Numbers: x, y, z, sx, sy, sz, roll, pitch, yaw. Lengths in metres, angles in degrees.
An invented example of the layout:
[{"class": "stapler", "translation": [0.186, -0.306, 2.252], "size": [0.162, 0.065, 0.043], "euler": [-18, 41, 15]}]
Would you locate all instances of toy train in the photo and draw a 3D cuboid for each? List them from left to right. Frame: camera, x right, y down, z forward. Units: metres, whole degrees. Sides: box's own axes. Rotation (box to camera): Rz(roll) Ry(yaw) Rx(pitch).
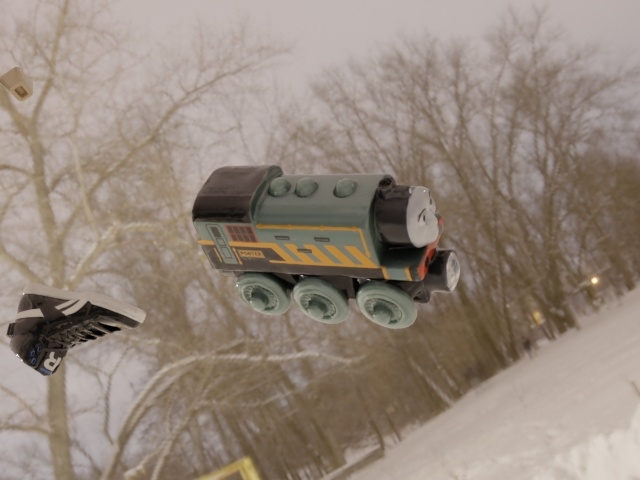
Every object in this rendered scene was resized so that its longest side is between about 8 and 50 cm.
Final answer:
[{"class": "toy train", "translation": [0.000, 0.000, 1.027], "size": [0.333, 0.190, 0.142], "euler": [3, 46, 29]}]

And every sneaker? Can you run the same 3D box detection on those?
[{"class": "sneaker", "translation": [-0.341, 0.135, 1.165], "size": [0.216, 0.121, 0.079], "euler": [6, -19, 31]}]

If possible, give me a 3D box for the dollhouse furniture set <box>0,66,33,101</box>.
[{"class": "dollhouse furniture set", "translation": [-0.314, -0.155, 0.697], "size": [0.091, 0.081, 0.114], "euler": [-34, -37, -1]}]
